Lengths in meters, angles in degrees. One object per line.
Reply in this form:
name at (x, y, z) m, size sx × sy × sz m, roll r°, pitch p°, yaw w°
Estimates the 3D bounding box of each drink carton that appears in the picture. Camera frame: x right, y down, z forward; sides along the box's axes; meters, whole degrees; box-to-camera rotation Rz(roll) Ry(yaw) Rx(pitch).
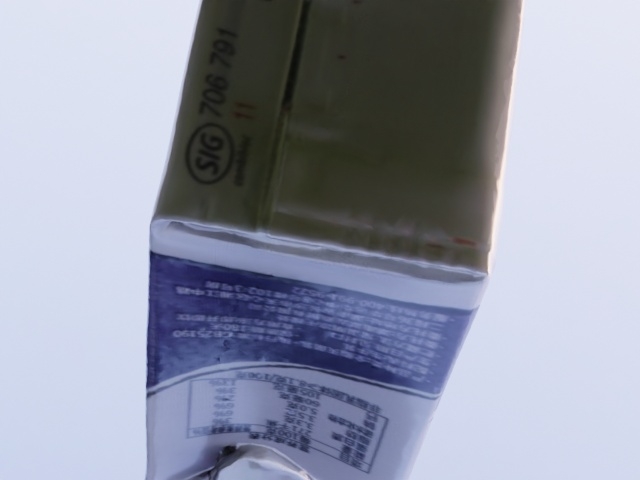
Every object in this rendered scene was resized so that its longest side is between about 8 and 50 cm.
drink carton at (0.000, -0.001, 0.650) m, size 0.102 × 0.222 × 0.134 m, roll 8°, pitch -119°, yaw -1°
